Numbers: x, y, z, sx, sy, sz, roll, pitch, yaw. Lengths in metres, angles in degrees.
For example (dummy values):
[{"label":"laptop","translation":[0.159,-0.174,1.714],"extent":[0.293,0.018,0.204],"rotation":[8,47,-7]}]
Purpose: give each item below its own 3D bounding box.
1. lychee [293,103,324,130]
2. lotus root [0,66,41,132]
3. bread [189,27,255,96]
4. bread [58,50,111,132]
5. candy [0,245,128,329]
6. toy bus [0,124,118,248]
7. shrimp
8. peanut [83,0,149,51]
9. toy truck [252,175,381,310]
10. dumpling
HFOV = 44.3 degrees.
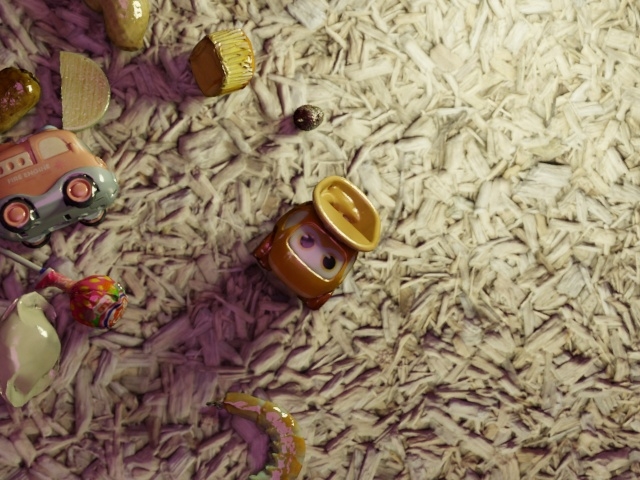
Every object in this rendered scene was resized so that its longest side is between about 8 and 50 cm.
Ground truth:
[{"label":"lychee","translation":[-0.029,-0.299,1.904],"extent":[0.083,0.068,0.067],"rotation":[-15,75,-42]},{"label":"lotus root","translation":[-0.700,-0.298,1.744],"extent":[0.108,0.094,0.190],"rotation":[31,84,26]},{"label":"bread","translation":[-0.220,-0.408,1.808],"extent":[0.114,0.190,0.132],"rotation":[-20,94,-22]},{"label":"bread","translation":[-0.541,-0.340,1.810],"extent":[0.112,0.036,0.192],"rotation":[-3,84,-18]},{"label":"candy","translation":[-0.601,0.079,1.746],"extent":[0.366,0.124,0.124],"rotation":[28,81,-1]},{"label":"toy bus","translation":[-0.603,-0.125,1.714],"extent":[0.288,0.194,0.232],"rotation":[-26,80,-12]},{"label":"shrimp","translation":[-0.130,0.475,1.833],"extent":[0.185,0.068,0.286],"rotation":[-22,90,-15]},{"label":"peanut","translation":[-0.471,-0.557,1.798],"extent":[0.137,0.122,0.253],"rotation":[-28,95,26]},{"label":"toy truck","translation":[0.000,0.000,1.805],"extent":[0.204,0.288,0.212],"rotation":[43,122,-6]},{"label":"dumpling","translation":[-0.634,0.237,1.704],"extent":[0.132,0.162,0.250],"rotation":[-2,73,23]}]
